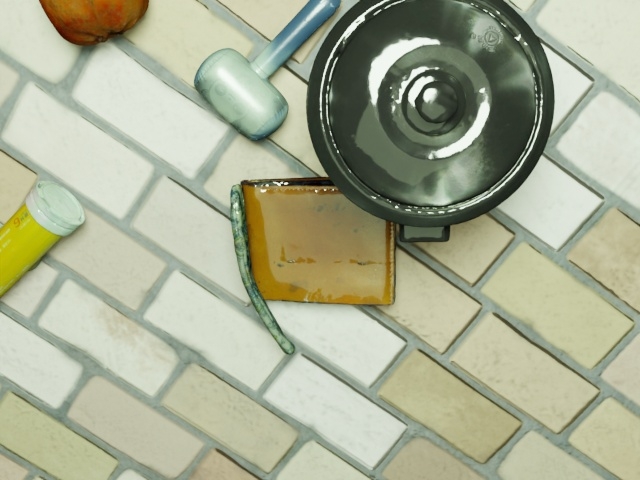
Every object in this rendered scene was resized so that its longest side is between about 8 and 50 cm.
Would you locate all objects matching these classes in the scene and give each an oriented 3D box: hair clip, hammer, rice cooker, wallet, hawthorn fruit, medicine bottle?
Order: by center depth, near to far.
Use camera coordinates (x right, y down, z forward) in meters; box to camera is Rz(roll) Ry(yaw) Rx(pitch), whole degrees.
[{"bbox_3d":[0.107,-0.140,0.823,0.241,0.227,0.281,1,97,1],"label":"rice cooker"},{"bbox_3d":[-0.257,-0.280,0.880,0.128,0.128,0.128,1,108,4],"label":"hawthorn fruit"},{"bbox_3d":[-0.048,-0.214,0.913,0.116,0.069,0.194,44,101,-9],"label":"hammer"},{"bbox_3d":[-0.079,0.041,0.966,0.036,0.066,0.229,-18,104,-2],"label":"hair clip"},{"bbox_3d":[0.000,0.000,0.993,0.195,0.042,0.161,-1,102,9],"label":"wallet"},{"bbox_3d":[-0.399,0.020,1.003,0.218,0.074,0.074,-41,101,15],"label":"medicine bottle"}]

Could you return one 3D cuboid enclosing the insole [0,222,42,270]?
[{"bbox_3d":[-0.456,-0.017,1.035,0.193,0.006,0.065,29,108,-5],"label":"insole"}]
